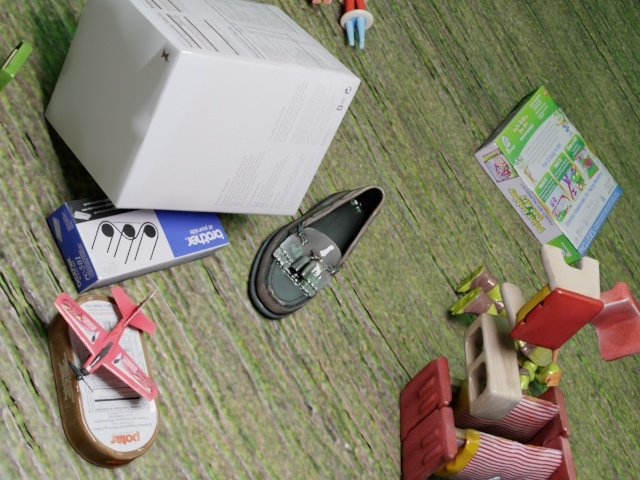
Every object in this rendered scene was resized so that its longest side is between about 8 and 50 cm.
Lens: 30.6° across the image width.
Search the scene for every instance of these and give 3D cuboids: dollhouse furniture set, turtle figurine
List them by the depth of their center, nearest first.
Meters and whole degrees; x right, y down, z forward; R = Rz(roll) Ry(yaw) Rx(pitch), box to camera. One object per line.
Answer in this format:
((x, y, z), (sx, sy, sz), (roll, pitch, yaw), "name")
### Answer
((-0.399, -0.235, 1.297), (0.151, 0.076, 0.059), (40, 43, -20), "dollhouse furniture set")
((0.267, 0.188, 1.438), (0.201, 0.374, 0.152), (15, 50, -20), "dollhouse furniture set")
((0.286, 0.151, 1.716), (0.217, 0.087, 0.269), (46, 42, -13), "turtle figurine")

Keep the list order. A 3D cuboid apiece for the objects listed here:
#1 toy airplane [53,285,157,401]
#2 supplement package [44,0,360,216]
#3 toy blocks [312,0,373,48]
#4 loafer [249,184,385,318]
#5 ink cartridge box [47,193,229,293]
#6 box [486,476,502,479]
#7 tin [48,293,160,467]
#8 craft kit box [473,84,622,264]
((-0.221, 0.100, 1.247), (0.151, 0.028, 0.151), (24, 51, -34), "toy airplane")
((-0.139, -0.166, 1.365), (0.262, 0.199, 0.198), (2, 34, -43), "supplement package")
((0.028, -0.376, 1.817), (0.123, 0.054, 0.148), (19, 54, -37), "toy blocks")
((0.000, 0.000, 1.533), (0.096, 0.084, 0.267), (50, 41, -8), "loafer")
((-0.209, -0.011, 1.367), (0.207, 0.046, 0.097), (-16, 79, -48), "ink cartridge box")
((0.166, 0.434, 1.335), (0.143, 0.165, 0.270), (-10, 68, -32), "box")
((-0.231, 0.148, 1.256), (0.106, 0.040, 0.190), (1, 66, -39), "tin")
((0.398, -0.115, 2.016), (0.247, 0.061, 0.250), (54, 41, -8), "craft kit box")
